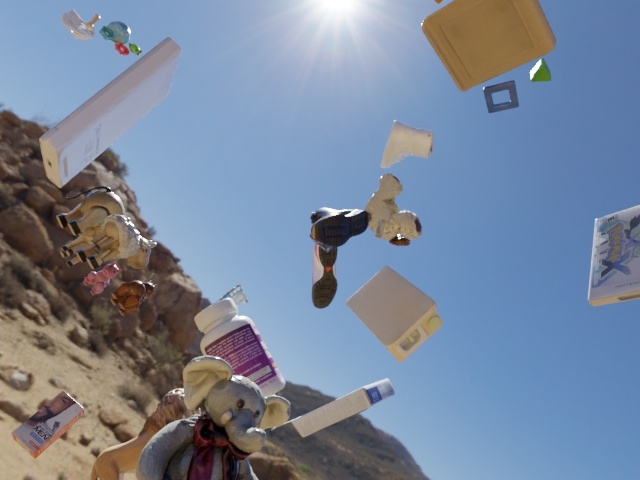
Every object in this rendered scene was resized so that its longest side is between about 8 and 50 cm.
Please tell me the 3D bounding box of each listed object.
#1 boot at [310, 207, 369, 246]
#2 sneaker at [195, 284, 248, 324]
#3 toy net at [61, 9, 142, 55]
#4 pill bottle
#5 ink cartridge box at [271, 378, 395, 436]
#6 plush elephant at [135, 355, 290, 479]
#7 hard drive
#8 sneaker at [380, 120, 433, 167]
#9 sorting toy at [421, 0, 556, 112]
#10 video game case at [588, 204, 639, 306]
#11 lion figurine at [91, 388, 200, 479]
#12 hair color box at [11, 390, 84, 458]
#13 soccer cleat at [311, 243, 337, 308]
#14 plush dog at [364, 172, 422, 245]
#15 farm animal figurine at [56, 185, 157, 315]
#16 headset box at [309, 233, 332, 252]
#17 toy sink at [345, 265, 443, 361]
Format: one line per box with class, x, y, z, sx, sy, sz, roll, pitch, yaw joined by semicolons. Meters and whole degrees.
boot;0.007;-0.037;1.099;0.136;0.197;0.077;12;-77;35
sneaker;-0.317;0.230;1.522;0.083;0.190;0.071;57;-20;-8
toy net;-0.629;-0.583;1.331;0.045;0.232;0.122;-19;-86;33
pill bottle;-0.240;0.326;1.341;0.302;0.169;0.169;59;-21;12
ink cartridge box;0.055;0.553;1.514;0.072;0.329;0.324;65;15;19
plush elephant;-0.182;0.375;0.870;0.271;0.256;0.330;32;7;-29
hard drive;-0.461;-0.281;1.037;0.047;0.353;0.233;43;-27;-12
sneaker;0.312;-0.316;1.667;0.169;0.108;0.292;13;-11;1
sorting toy;0.322;-0.405;0.901;0.195;0.047;0.347;-19;-50;38
video game case;0.914;0.018;1.305;0.036;0.329;0.299;40;-35;-17
lion figurine;-0.512;0.610;1.327;0.240;0.391;0.142;61;-21;13
hair color box;-0.803;0.542;1.383;0.093;0.167;0.053;36;-47;8
soccer cleat;0.011;0.129;1.975;0.108;0.319;0.116;0;14;-15
plush dog;0.234;-0.077;1.704;0.225;0.210;0.263;53;13;-70
farm animal figurine;-0.520;0.004;1.169;0.330;0.172;0.327;31;-40;27
headset box;0.000;0.000;1.600;0.083;0.032;0.062;40;-7;17
toy sink;0.195;0.192;1.154;0.131;0.152;0.234;50;-5;-28
